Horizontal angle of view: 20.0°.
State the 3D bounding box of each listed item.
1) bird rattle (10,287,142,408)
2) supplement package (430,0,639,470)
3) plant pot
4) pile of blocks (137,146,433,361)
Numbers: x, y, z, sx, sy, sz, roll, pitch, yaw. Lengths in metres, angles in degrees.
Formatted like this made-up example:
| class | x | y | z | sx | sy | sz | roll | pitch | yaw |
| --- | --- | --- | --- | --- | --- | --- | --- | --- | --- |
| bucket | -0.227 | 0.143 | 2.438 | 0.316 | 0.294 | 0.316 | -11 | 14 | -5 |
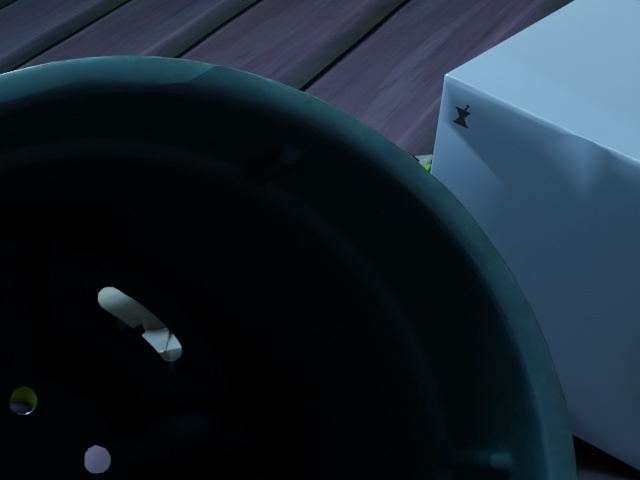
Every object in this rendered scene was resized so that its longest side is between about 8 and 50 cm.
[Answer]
| class | x | y | z | sx | sy | sz | roll | pitch | yaw |
| --- | --- | --- | --- | --- | --- | --- | --- | --- | --- |
| bird rattle | -0.227 | 0.063 | 1.397 | 0.207 | 0.143 | 0.253 | -14 | 4 | -40 |
| supplement package | 0.216 | -0.026 | 1.122 | 0.199 | 0.198 | 0.262 | 28 | 39 | 28 |
| plant pot | -0.108 | 0.111 | 0.813 | 0.341 | 0.341 | 0.334 | -18 | 2 | -17 |
| pile of blocks | 0.000 | 0.000 | 1.377 | 0.149 | 0.113 | 0.362 | 6 | 27 | 41 |
